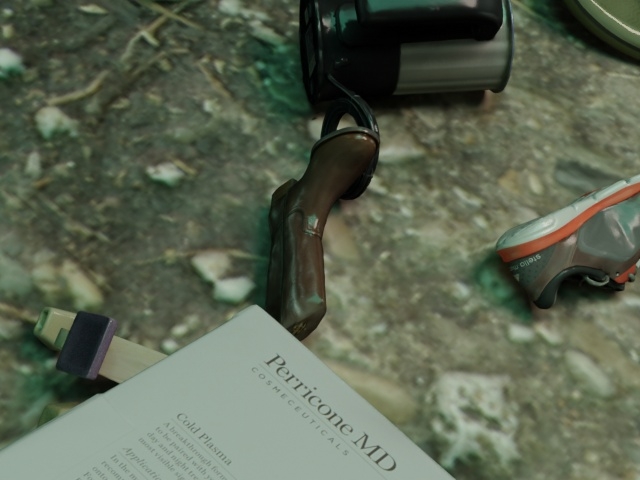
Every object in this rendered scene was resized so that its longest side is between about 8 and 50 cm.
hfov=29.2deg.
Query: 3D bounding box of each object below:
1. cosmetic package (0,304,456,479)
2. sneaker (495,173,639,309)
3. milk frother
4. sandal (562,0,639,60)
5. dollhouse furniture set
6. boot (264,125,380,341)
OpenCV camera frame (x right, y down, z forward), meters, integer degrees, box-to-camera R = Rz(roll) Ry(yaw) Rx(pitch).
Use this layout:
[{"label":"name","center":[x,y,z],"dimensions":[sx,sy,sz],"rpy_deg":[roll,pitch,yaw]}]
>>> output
[{"label":"cosmetic package","center":[0.001,0.221,0.487],"dimensions":[0.377,0.097,0.284],"rpy_deg":[40,44,21]},{"label":"sneaker","center":[0.186,-0.001,0.792],"dimensions":[0.158,0.061,0.065],"rpy_deg":[-23,88,-18]},{"label":"milk frother","center":[0.061,-0.105,0.826],"dimensions":[0.135,0.129,0.143],"rpy_deg":[-4,100,-8]},{"label":"sandal","center":[0.318,-0.174,0.890],"dimensions":[0.303,0.086,0.120],"rpy_deg":[20,57,8]},{"label":"dollhouse furniture set","center":[-0.129,0.106,0.707],"dimensions":[0.081,0.091,0.114],"rpy_deg":[29,76,-34]},{"label":"boot","center":[0.000,0.000,0.739],"dimensions":[0.037,0.106,0.114],"rpy_deg":[22,49,-23]}]
